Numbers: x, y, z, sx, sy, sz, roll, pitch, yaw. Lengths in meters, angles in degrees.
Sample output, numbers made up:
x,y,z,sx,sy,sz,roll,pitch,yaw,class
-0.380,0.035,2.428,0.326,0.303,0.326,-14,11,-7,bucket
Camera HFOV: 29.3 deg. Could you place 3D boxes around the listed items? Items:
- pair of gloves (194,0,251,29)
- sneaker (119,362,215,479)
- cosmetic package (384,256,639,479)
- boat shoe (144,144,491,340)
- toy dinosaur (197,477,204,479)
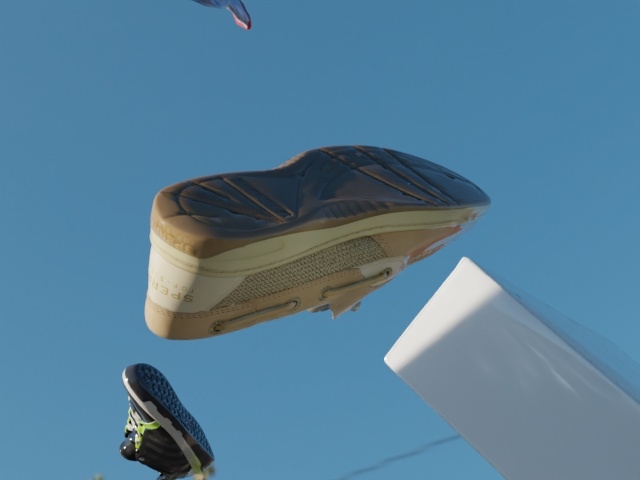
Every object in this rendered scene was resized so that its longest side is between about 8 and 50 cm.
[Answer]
x,y,z,sx,sy,sz,roll,pitch,yaw,class
-0.134,-0.280,1.124,0.023,0.198,0.159,-35,-29,15,pair of gloves
-0.207,0.243,1.515,0.097,0.084,0.234,-27,-41,-1,sneaker
0.249,0.183,0.780,0.097,0.377,0.284,-51,-34,6,cosmetic package
0.000,0.000,0.992,0.341,0.122,0.110,-10,-55,-40,boat shoe
-0.089,0.234,0.987,0.090,0.082,0.047,-1,-65,-18,toy dinosaur
